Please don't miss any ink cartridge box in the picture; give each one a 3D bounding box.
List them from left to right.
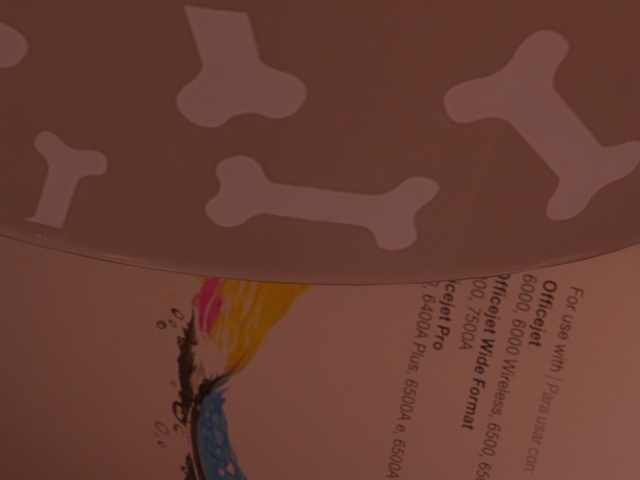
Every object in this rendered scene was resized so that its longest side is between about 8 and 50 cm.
[{"bbox_3d":[0.000,0.000,0.530,0.233,0.168,0.171,16,34,11],"label":"ink cartridge box"}]

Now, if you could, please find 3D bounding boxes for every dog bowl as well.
[{"bbox_3d":[-0.012,-0.115,0.452,0.349,0.102,0.348,6,34,-4],"label":"dog bowl"}]
